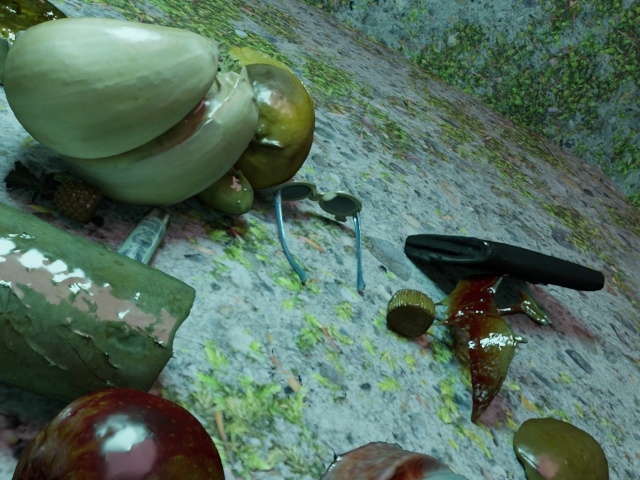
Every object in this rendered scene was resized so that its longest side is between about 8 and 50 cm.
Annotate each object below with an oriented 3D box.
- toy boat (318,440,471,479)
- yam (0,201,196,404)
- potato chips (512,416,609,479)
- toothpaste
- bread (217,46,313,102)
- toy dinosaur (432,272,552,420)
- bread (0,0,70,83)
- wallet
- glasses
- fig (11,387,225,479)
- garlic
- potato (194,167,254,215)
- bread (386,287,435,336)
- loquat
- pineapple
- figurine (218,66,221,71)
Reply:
[{"bbox_3d":[0.151,0.284,0.532,0.206,0.096,0.282,13,-5,-42],"label":"toy boat"},{"bbox_3d":[-0.271,0.060,0.523,0.267,0.161,0.161,25,31,-16],"label":"yam"},{"bbox_3d":[0.387,0.339,0.864,0.201,0.049,0.150,2,37,-33],"label":"potato chips"},{"bbox_3d":[-0.246,0.033,0.704,0.062,0.039,0.239,28,33,-13],"label":"toothpaste"},{"bbox_3d":[-0.128,-0.342,1.269,0.245,0.121,0.174,49,42,16],"label":"bread"},{"bbox_3d":[0.282,0.148,0.981,0.206,0.113,0.327,-16,23,-8],"label":"toy dinosaur"},{"bbox_3d":[-0.530,-0.361,0.924,0.209,0.110,0.192,34,31,1],"label":"bread"},{"bbox_3d":[0.396,0.050,1.173,0.405,0.062,0.228,13,-4,-33],"label":"wallet"},{"bbox_3d":[0.016,-0.019,0.979,0.189,0.088,0.221,14,36,-30],"label":"glasses"},{"bbox_3d":[-0.138,0.215,0.449,0.207,0.175,0.175,24,28,-45],"label":"fig"},{"bbox_3d":[-0.253,-0.179,0.755,0.312,0.286,0.250,2,40,3],"label":"garlic"},{"bbox_3d":[-0.190,-0.103,0.907,0.188,0.085,0.105,36,-9,2],"label":"potato"},{"bbox_3d":[0.151,0.117,0.920,0.085,0.085,0.053,27,39,-12],"label":"bread"},{"bbox_3d":[-0.107,-0.206,0.998,0.193,0.238,0.238,22,32,-12],"label":"loquat"},{"bbox_3d":[-0.356,-0.069,0.727,0.124,0.058,0.058,27,31,-10],"label":"pineapple"},{"bbox_3d":[-0.273,-0.288,1.053,0.114,0.178,0.144,46,-12,-13],"label":"figurine"}]
